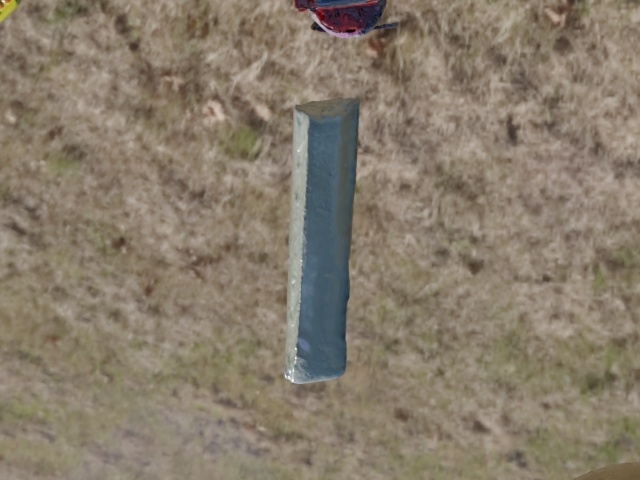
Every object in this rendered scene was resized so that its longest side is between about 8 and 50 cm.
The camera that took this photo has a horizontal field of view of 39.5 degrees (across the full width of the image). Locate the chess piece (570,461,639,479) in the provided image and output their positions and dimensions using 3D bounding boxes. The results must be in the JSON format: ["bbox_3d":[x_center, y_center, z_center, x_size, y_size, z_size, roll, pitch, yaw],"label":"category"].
[{"bbox_3d":[0.140,0.146,0.297,0.142,0.143,0.261,17,178,-5],"label":"chess piece"}]

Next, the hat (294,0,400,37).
[{"bbox_3d":[0.045,-0.378,1.466,0.140,0.129,0.227,-26,179,8],"label":"hat"}]

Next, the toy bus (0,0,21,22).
[{"bbox_3d":[-0.389,-0.365,1.044,0.144,0.330,0.152,-30,123,23],"label":"toy bus"}]

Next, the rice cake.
[{"bbox_3d":[0.000,0.000,0.791,0.057,0.256,0.052,1,-168,-6],"label":"rice cake"}]
